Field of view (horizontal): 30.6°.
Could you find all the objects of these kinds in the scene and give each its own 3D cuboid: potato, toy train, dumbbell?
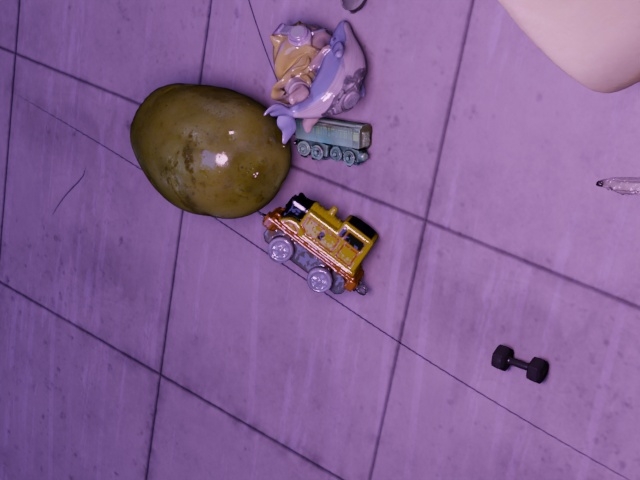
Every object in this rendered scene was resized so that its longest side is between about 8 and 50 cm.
[{"bbox_3d":[-0.186,-0.151,1.922,0.304,0.216,0.215,26,116,28],"label":"potato"},{"bbox_3d":[0.000,0.000,1.854,0.219,0.089,0.127,37,107,2],"label":"toy train"},{"bbox_3d":[0.017,-0.160,1.864,0.148,0.038,0.071,13,106,36],"label":"toy train"},{"bbox_3d":[0.294,0.183,1.724,0.083,0.040,0.036,18,143,35],"label":"dumbbell"}]

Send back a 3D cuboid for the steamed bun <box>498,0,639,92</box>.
[{"bbox_3d":[0.337,-0.433,1.382,0.371,0.290,0.456,-31,80,40],"label":"steamed bun"}]

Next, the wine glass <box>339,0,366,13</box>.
[{"bbox_3d":[-0.017,-0.414,1.785,0.183,0.122,0.122,22,113,29],"label":"wine glass"}]

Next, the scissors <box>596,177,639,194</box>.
[{"bbox_3d":[0.495,-0.068,1.516,0.300,0.022,0.109,6,100,38],"label":"scissors"}]

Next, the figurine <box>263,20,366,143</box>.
[{"bbox_3d":[-0.017,-0.254,1.797,0.184,0.128,0.208,33,79,28],"label":"figurine"}]
